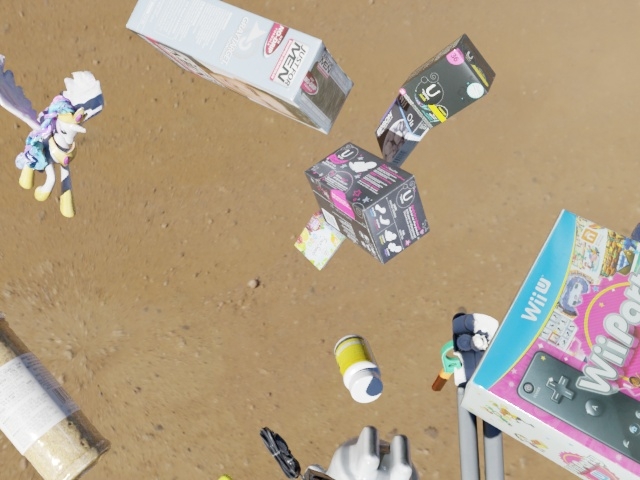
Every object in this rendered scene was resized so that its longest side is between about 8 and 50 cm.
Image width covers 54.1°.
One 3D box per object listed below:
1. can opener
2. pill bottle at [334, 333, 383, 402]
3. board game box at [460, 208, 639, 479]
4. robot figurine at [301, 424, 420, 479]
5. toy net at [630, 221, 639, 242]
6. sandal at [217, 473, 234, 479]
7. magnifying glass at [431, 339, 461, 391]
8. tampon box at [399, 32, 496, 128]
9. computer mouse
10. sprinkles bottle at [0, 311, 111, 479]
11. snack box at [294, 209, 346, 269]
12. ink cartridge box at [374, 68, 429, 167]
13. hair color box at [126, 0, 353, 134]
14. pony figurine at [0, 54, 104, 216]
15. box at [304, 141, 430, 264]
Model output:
[{"bbox_3d":[0.254,0.253,1.000,0.074,0.093,0.280,-4,76,14],"label":"can opener"},{"bbox_3d":[0.120,0.396,1.946,0.119,0.208,0.119,-5,117,-9],"label":"pill bottle"},{"bbox_3d":[0.326,0.137,0.614,0.303,0.097,0.224,27,69,19],"label":"board game box"},{"bbox_3d":[0.095,0.582,1.388,0.300,0.200,0.353,19,114,0],"label":"robot figurine"},{"bbox_3d":[0.542,-0.035,0.848,0.122,0.232,0.045,56,26,-9],"label":"toy net"},{"bbox_3d":[-0.258,0.705,1.509,0.138,0.126,0.317,-17,121,-28],"label":"sandal"},{"bbox_3d":[0.332,0.319,1.594,0.092,0.231,0.026,3,49,-12],"label":"magnifying glass"},{"bbox_3d":[0.281,-0.349,1.385,0.120,0.161,0.101,47,43,-14],"label":"tampon box"},{"bbox_3d":[-0.011,0.325,0.873,0.041,0.071,0.242,-34,128,-2],"label":"computer mouse"},{"bbox_3d":[-0.525,0.269,1.098,0.121,0.121,0.355,-41,84,-22],"label":"sprinkles bottle"},{"bbox_3d":[0.000,0.000,1.637,0.100,0.141,0.037,43,49,9],"label":"snack box"},{"bbox_3d":[0.223,-0.335,1.713,0.045,0.206,0.208,11,46,-26],"label":"ink cartridge box"},{"bbox_3d":[-0.144,-0.336,1.141,0.374,0.185,0.114,27,92,21],"label":"hair color box"},{"bbox_3d":[-0.717,-0.295,1.673,0.303,0.363,0.351,-9,53,-40],"label":"pony figurine"},{"bbox_3d":[0.103,-0.089,1.395,0.142,0.247,0.163,-34,128,-13],"label":"box"}]
